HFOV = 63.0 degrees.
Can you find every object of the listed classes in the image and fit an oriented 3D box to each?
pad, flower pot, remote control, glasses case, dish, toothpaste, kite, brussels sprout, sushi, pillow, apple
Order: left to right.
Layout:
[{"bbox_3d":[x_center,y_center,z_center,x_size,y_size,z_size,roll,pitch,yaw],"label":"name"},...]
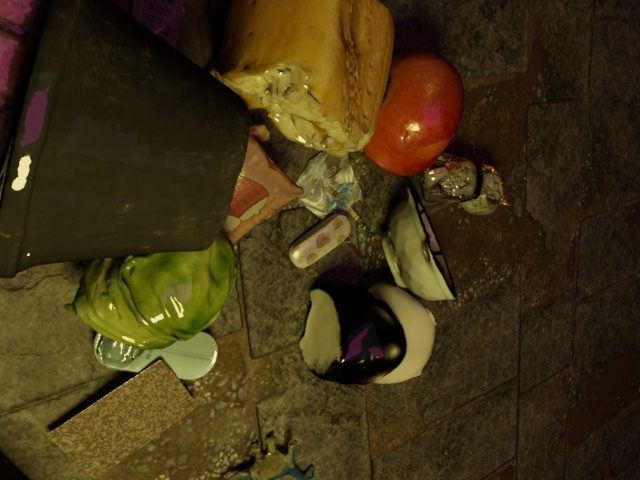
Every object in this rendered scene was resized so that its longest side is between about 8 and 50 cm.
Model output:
[{"bbox_3d":[-0.369,0.343,1.002,0.235,0.003,0.158,-33,126,-15],"label":"pad"},{"bbox_3d":[-0.241,-0.122,0.671,0.251,0.379,0.380,15,92,-26],"label":"flower pot"},{"bbox_3d":[-0.290,-0.353,0.913,0.096,0.061,0.266,6,90,-35],"label":"toothpaste"},{"bbox_3d":[-0.315,0.207,1.013,0.247,0.052,0.104,22,86,-36],"label":"remote control"},{"bbox_3d":[-0.269,0.057,0.878,0.259,0.294,0.227,-26,110,21],"label":"brussels sprout"},{"bbox_3d":[-0.178,-0.095,0.987,0.236,0.084,0.223,-35,127,15],"label":"pillow"},{"bbox_3d":[0.000,0.000,1.192,0.164,0.041,0.063,-36,120,-17],"label":"glasses case"},{"bbox_3d":[0.054,-0.070,1.239,0.169,0.015,0.310,-44,121,-18],"label":"kite"},{"bbox_3d":[0.188,-0.283,1.143,0.206,0.251,0.272,24,103,-21],"label":"apple"},{"bbox_3d":[0.227,0.029,1.269,0.120,0.303,0.303,-22,121,16],"label":"dish"},{"bbox_3d":[0.372,-0.145,1.378,0.332,0.124,0.130,6,86,-35],"label":"sushi"}]

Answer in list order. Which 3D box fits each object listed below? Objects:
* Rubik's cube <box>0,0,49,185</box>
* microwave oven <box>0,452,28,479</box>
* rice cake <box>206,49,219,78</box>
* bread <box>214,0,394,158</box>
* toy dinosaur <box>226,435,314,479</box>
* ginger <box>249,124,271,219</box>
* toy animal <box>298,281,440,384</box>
[{"bbox_3d":[-0.539,-0.203,0.589,0.343,0.337,0.345,20,87,-37],"label":"Rubik's cube"},{"bbox_3d":[-0.545,0.476,0.832,0.188,0.178,0.248,-38,119,-23],"label":"microwave oven"},{"bbox_3d":[-0.199,-0.304,0.992,0.047,0.036,0.207,33,80,-35],"label":"rice cake"},{"bbox_3d":[-0.024,-0.379,0.965,0.361,0.250,0.395,24,74,-64],"label":"bread"},{"bbox_3d":[-0.118,0.559,1.225,0.247,0.075,0.188,-27,122,-34],"label":"toy dinosaur"},{"bbox_3d":[-0.150,-0.143,1.054,0.176,0.052,0.193,8,108,-26],"label":"ginger"},{"bbox_3d":[0.127,0.228,1.229,0.309,0.251,0.251,7,96,-29],"label":"toy animal"}]
